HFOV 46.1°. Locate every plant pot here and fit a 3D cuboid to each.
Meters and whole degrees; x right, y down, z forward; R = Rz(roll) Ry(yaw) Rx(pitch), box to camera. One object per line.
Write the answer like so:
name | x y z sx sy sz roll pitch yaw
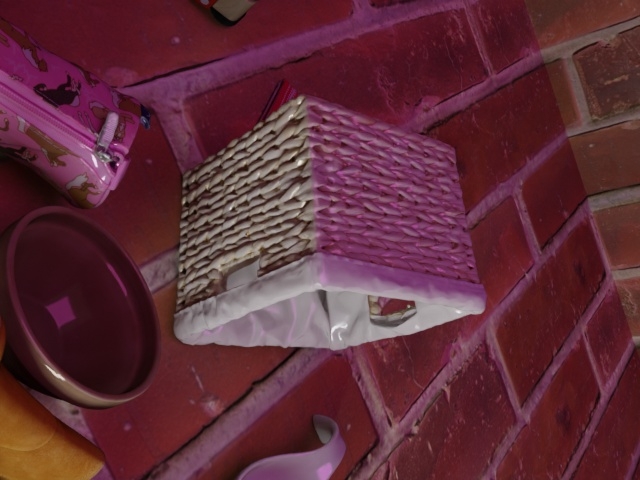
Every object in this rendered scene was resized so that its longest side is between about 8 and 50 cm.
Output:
plant pot | -0.298 0.088 0.853 0.237 0.109 0.237 54 21 -31

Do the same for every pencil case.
pencil case | -0.376 -0.186 0.814 0.386 0.167 0.160 35 44 -38

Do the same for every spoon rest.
spoon rest | -0.044 0.358 1.133 0.276 0.084 0.137 -37 108 -49

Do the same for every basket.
basket | 0.000 0.000 1.081 0.331 0.328 0.266 9 67 -40

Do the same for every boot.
boot | -0.291 0.167 0.720 0.211 0.295 0.104 37 49 -26

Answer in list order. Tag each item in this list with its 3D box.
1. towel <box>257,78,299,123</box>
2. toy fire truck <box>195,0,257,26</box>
towel | -0.013 -0.131 1.349 0.275 0.031 0.199 47 47 -32
toy fire truck | -0.167 -0.507 1.190 0.246 0.158 0.217 33 56 -27
